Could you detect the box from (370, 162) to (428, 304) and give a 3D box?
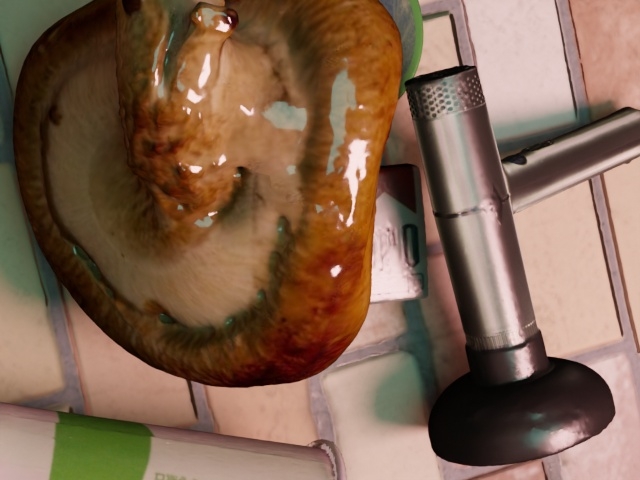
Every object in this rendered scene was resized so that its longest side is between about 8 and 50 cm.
[{"bbox_3d":[0.000,0.000,1.558,0.177,0.036,0.115,-6,95,-20],"label":"box"}]

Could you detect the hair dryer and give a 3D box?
[{"bbox_3d":[0.212,0.004,1.572,0.284,0.156,0.320,-9,98,-23],"label":"hair dryer"}]

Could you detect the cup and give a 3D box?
[{"bbox_3d":[-0.141,0.241,1.420,0.274,0.253,0.253,17,87,-13],"label":"cup"}]

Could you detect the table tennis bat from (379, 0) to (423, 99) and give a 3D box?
[{"bbox_3d":[-0.030,-0.171,1.540,0.257,0.039,0.160,-6,93,-23],"label":"table tennis bat"}]

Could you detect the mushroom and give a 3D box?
[{"bbox_3d":[-0.097,-0.061,1.364,0.259,0.345,0.345,-16,100,-57],"label":"mushroom"}]
